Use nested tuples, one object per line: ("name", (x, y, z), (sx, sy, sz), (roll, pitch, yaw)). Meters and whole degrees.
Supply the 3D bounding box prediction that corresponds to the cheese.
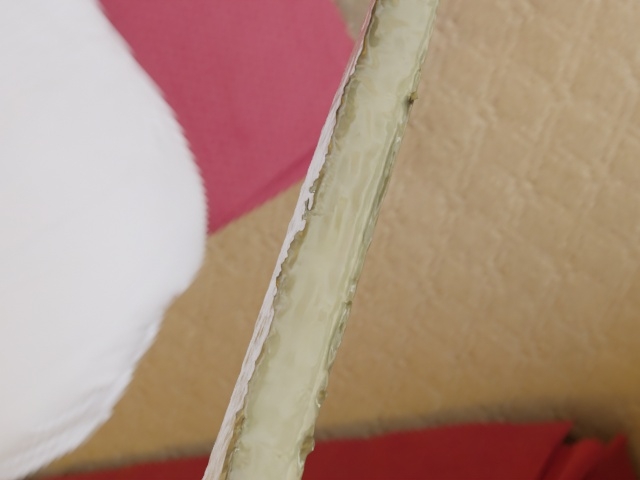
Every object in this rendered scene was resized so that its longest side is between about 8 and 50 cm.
("cheese", (0.002, 0.002, 0.670), (0.034, 0.400, 0.085), (19, 143, -1))
